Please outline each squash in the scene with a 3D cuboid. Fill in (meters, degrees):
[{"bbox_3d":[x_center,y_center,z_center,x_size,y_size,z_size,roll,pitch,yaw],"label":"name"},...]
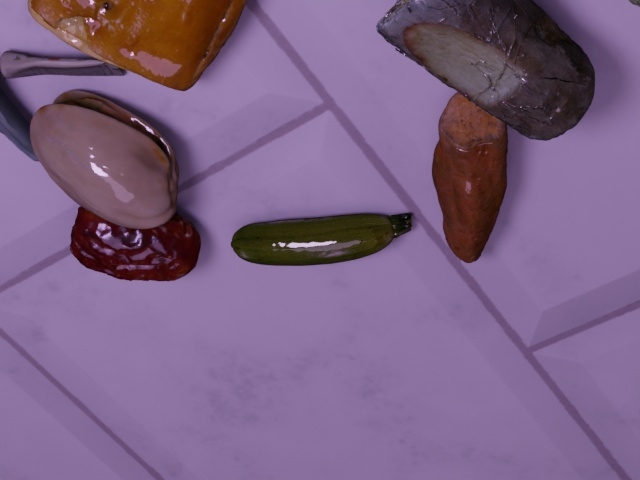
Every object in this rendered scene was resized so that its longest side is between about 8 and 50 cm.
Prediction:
[{"bbox_3d":[0.000,0.000,1.652,0.252,0.066,0.066,-5,127,11],"label":"squash"}]

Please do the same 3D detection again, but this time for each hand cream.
[{"bbox_3d":[-0.334,-0.220,1.538,0.165,0.037,0.057,2,170,7],"label":"hand cream"}]

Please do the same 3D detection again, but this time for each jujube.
[{"bbox_3d":[-0.252,0.002,1.660,0.176,0.112,0.109,13,88,-8],"label":"jujube"}]

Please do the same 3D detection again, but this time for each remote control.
[{"bbox_3d":[-0.431,-0.202,1.537,0.045,0.097,0.256,-33,123,4],"label":"remote control"}]

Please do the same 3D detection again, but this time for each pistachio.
[{"bbox_3d":[-0.273,-0.101,1.567,0.215,0.144,0.144,38,124,-3],"label":"pistachio"}]

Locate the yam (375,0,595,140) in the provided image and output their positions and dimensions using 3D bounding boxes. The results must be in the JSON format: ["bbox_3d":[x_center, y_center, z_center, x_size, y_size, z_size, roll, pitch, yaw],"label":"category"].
[{"bbox_3d":[0.189,-0.232,1.398,0.254,0.154,0.154,31,125,-24],"label":"yam"}]

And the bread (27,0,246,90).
[{"bbox_3d":[-0.213,-0.290,1.433,0.235,0.099,0.210,29,125,-15],"label":"bread"}]

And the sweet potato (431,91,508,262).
[{"bbox_3d":[0.190,-0.072,1.557,0.097,0.097,0.252,3,126,5],"label":"sweet potato"}]

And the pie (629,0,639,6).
[{"bbox_3d":[0.448,-0.332,1.348,0.240,0.054,0.240,2,127,3],"label":"pie"}]
